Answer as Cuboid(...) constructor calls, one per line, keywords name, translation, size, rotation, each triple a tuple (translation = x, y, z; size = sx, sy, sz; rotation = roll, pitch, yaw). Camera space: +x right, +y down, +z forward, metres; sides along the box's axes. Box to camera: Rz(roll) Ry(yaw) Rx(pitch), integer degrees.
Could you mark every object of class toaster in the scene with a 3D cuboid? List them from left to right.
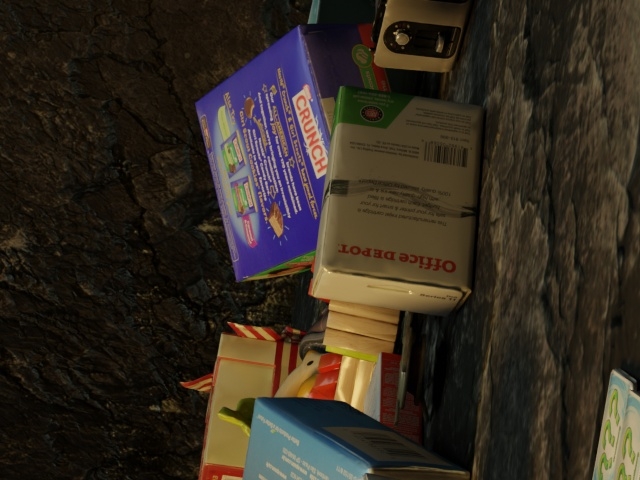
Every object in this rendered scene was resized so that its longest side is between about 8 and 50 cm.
Cuboid(name="toaster", translation=(0.123, -0.311, 1.542), size=(0.185, 0.110, 0.168), rotation=(-87, 8, -50))

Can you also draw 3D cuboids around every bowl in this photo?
Cuboid(name="bowl", translation=(0.050, -0.225, 1.941), size=(0.311, 0.163, 0.311), rotation=(-170, 90, -85))

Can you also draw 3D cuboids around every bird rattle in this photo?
Cuboid(name="bird rattle", translation=(-0.009, 0.239, 1.736), size=(0.253, 0.143, 0.207), rotation=(8, 61, 55))

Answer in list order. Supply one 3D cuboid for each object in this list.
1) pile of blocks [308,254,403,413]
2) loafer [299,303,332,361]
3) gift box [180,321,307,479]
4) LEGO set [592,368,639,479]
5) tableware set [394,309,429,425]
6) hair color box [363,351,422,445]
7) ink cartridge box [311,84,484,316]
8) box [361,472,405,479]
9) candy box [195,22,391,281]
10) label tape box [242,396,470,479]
Cuboid(name="pile of blocks", translation=(0.045, 0.065, 1.547), size=(0.149, 0.113, 0.362), rotation=(-70, -10, -50))
Cuboid(name="loafer", translation=(0.052, 0.115, 1.805), size=(0.095, 0.109, 0.302), rotation=(-62, 3, -24))
Cuboid(name="gift box", translation=(-0.083, 0.281, 1.995), size=(0.255, 0.276, 0.258), rotation=(114, 167, -53))
Cuboid(name="LEGO set", translation=(0.141, 0.200, 0.708), size=(0.182, 0.060, 0.244), rotation=(-90, 9, -84))
Cuboid(name="tableware set", translation=(0.109, 0.092, 1.387), size=(0.128, 0.039, 0.194), rotation=(92, -175, -54))
Cuboid(name="hair color box", translation=(0.079, 0.218, 1.438), size=(0.167, 0.053, 0.093), rotation=(-84, 6, -45))
Cuboid(name="ink cartridge box", translation=(0.078, -0.038, 1.318), size=(0.087, 0.153, 0.208), rotation=(108, 171, -66))
Cuboid(name="box", translation=(0.072, 0.293, 0.990), size=(0.103, 0.114, 0.203), rotation=(-119, 38, -85))
Cuboid(name="candy box", translation=(-0.023, -0.107, 1.696), size=(0.317, 0.122, 0.268), rotation=(-23, 79, 59))
Cuboid(name="label tape box", translation=(0.007, 0.346, 1.235), size=(0.249, 0.115, 0.347), rotation=(17, 101, 62))
